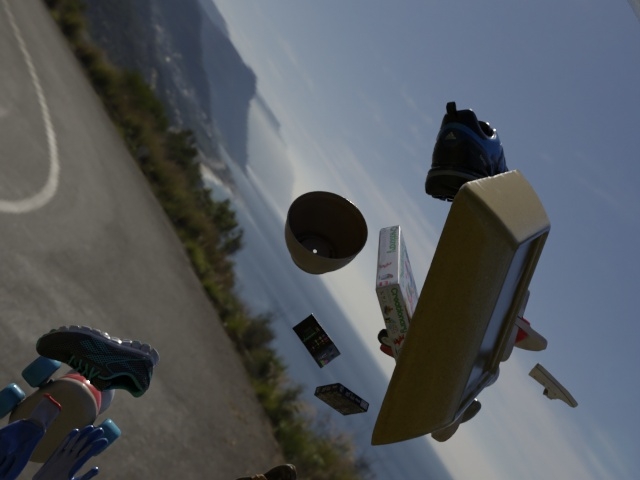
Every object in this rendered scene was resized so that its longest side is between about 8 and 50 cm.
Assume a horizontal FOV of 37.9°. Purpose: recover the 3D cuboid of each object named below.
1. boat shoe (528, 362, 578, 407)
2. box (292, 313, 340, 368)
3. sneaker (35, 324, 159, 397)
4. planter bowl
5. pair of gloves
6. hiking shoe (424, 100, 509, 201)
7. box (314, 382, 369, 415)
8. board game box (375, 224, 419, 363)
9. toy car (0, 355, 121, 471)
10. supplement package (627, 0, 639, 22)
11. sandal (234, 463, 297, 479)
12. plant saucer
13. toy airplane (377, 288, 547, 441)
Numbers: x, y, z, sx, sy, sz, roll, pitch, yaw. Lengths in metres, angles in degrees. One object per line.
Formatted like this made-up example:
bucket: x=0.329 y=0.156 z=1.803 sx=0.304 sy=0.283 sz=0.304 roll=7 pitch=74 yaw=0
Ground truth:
boat shoe: x=0.400 y=0.257 z=1.611 sx=0.100 sy=0.035 sz=0.035 roll=45 pitch=3 yaw=-2
box: x=-0.008 y=0.201 z=1.860 sx=0.083 sy=0.052 sz=0.062 roll=51 pitch=-6 yaw=32
sneaker: x=-0.299 y=0.166 z=1.252 sx=0.076 sy=0.166 sz=0.065 roll=-93 pitch=-156 yaw=-43
planter bowl: x=0.000 y=0.000 z=1.817 sx=0.162 sy=0.162 sz=0.109 roll=57 pitch=-33 yaw=23
pair of gloves: x=-0.394 y=0.301 z=1.304 sx=0.198 sy=0.159 sz=0.023 roll=21 pitch=-32 yaw=36
hiking shoe: x=0.250 y=-0.110 z=1.406 sx=0.304 sy=0.113 sz=0.132 roll=16 pitch=82 yaw=-67
box: x=0.040 y=0.297 z=1.743 sx=0.083 sy=0.018 sz=0.067 roll=38 pitch=-36 yaw=-25
board game box: x=0.166 y=0.114 z=1.978 sx=0.305 sy=0.053 sz=0.193 roll=-79 pitch=154 yaw=-66
toy car: x=-0.506 y=0.332 z=1.909 sx=0.219 sy=0.210 sz=0.238 roll=49 pitch=17 yaw=-2
supplement package: x=0.421 y=-0.218 z=0.964 sx=0.134 sy=0.139 sz=0.244 roll=19 pitch=46 yaw=-64
sandal: x=-0.112 y=0.455 z=1.714 sx=0.049 sy=0.180 sz=0.072 roll=15 pitch=63 yaw=-46
plant saucer: x=0.200 y=0.085 z=1.191 sx=0.081 sy=0.333 sz=0.332 roll=22 pitch=15 yaw=19
toy airplane: x=0.354 y=0.242 z=2.154 sx=0.272 sy=0.386 sz=0.384 roll=50 pitch=5 yaw=-33
